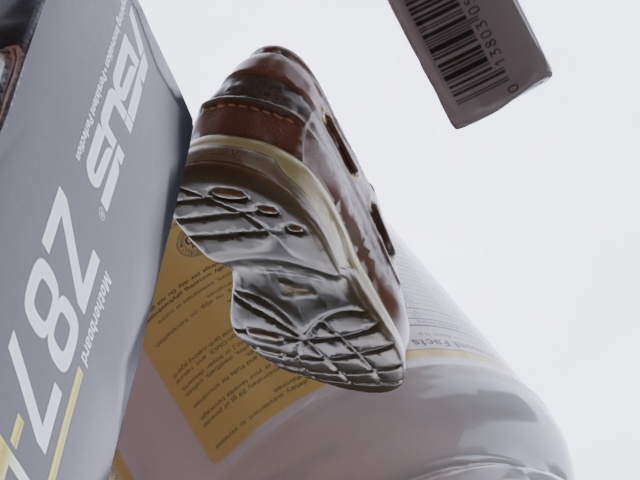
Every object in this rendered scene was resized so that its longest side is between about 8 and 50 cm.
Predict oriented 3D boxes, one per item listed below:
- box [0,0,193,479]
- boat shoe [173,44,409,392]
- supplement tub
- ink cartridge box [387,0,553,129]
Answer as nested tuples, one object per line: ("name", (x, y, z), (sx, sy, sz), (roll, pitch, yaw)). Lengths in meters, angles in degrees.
("box", (-0.246, 0.071, 0.407), (0.395, 0.318, 0.097), (-10, -52, 15))
("boat shoe", (0.000, 0.000, 0.596), (0.064, 0.178, 0.060), (9, -117, 19))
("supplement tub", (-0.008, 0.118, 0.957), (0.241, 0.241, 0.331), (-58, -138, 19))
("ink cartridge box", (0.035, -0.178, 0.814), (0.066, 0.232, 0.189), (-28, -68, 7))
